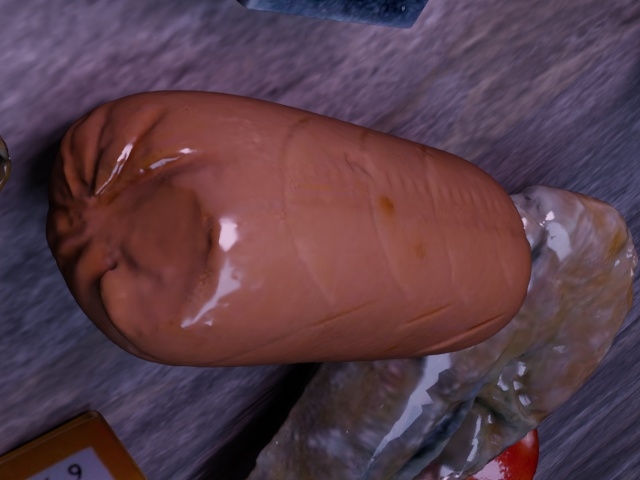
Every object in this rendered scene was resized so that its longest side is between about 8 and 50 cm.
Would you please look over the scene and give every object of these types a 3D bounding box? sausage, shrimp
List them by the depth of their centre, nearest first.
[{"bbox_3d":[-0.001,0.000,0.556,0.304,0.121,0.121,6,126,-55],"label":"sausage"},{"bbox_3d":[0.055,0.141,0.809,0.446,0.110,0.221,-48,133,12],"label":"shrimp"}]

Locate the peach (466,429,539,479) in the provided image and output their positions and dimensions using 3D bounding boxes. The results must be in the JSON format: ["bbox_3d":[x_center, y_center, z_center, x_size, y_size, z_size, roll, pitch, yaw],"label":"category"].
[{"bbox_3d":[0.114,0.164,0.928,0.151,0.118,0.151,-29,135,-33],"label":"peach"}]

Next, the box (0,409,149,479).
[{"bbox_3d":[-0.275,0.289,0.610,0.415,0.116,0.264,-26,149,-30],"label":"box"}]

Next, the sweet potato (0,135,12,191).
[{"bbox_3d":[-0.216,0.068,0.434,0.286,0.085,0.112,-60,-177,10],"label":"sweet potato"}]

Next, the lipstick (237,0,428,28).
[{"bbox_3d":[-0.069,-0.117,0.385,0.312,0.051,0.051,-4,136,-47],"label":"lipstick"}]
